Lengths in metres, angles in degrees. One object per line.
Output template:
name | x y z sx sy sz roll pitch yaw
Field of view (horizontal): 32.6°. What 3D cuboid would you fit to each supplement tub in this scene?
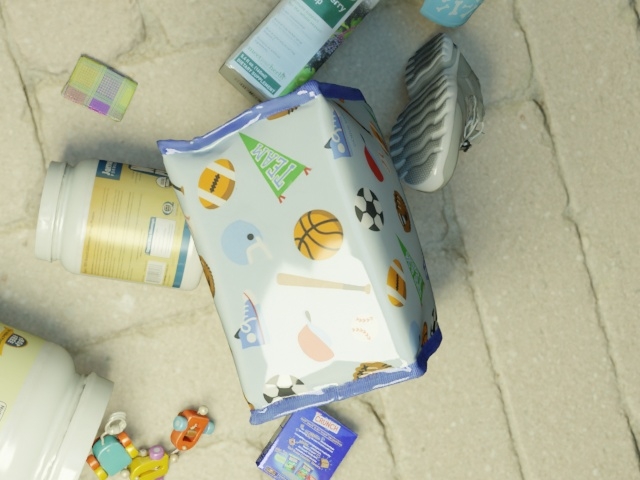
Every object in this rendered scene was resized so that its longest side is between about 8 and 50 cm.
supplement tub | -0.238 -0.021 1.337 0.200 0.144 0.144 9 88 -10
supplement tub | -0.426 0.198 1.256 0.325 0.235 0.235 22 86 -9

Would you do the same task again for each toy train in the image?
toy train | -0.220 0.247 1.370 0.166 0.046 0.125 14 109 -44

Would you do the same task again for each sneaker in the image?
sneaker | 0.167 -0.152 1.369 0.115 0.105 0.281 37 41 -20

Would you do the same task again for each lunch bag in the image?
lunch bag | 0.000 0.000 1.273 0.239 0.385 0.327 -17 93 16

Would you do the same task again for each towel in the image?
towel | -0.283 -0.194 1.399 0.083 0.009 0.060 25 85 -9

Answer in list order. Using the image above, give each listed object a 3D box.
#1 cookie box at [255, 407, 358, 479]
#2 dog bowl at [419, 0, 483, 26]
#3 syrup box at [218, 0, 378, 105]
cookie box | -0.018 0.272 1.425 0.092 0.040 0.107 35 84 -7
dog bowl | 0.112 -0.391 1.369 0.297 0.074 0.165 27 53 -29
syrup box | -0.017 -0.277 1.403 0.093 0.096 0.237 42 84 -9
